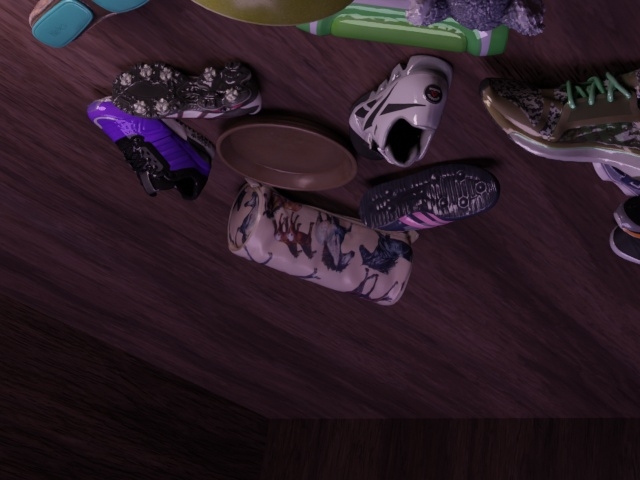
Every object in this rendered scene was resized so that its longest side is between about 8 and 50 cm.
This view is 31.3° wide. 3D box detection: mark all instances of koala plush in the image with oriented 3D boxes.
[{"bbox_3d":[0.206,-0.349,1.403,0.196,0.221,0.203,6,158,8],"label":"koala plush"}]

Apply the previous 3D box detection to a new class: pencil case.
[{"bbox_3d":[0.000,0.000,2.449,0.410,0.183,0.160,19,-175,-21],"label":"pencil case"}]

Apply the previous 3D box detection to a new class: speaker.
[{"bbox_3d":[0.118,-0.335,1.607,0.297,0.131,0.131,8,158,4],"label":"speaker"}]

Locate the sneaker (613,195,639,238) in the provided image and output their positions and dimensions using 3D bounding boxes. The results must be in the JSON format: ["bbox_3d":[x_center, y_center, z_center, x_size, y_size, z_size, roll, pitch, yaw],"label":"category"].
[{"bbox_3d":[0.637,-0.064,2.093,0.215,0.084,0.083,-11,153,-18],"label":"sneaker"}]

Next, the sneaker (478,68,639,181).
[{"bbox_3d":[0.456,-0.219,1.808,0.410,0.158,0.182,14,127,-6],"label":"sneaker"}]

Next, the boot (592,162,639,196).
[{"bbox_3d":[0.553,-0.134,2.018,0.086,0.069,0.190,-14,158,35],"label":"boot"}]

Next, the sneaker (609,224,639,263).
[{"bbox_3d":[0.729,0.011,2.233,0.296,0.104,0.147,13,164,2],"label":"sneaker"}]

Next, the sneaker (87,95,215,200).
[{"bbox_3d":[-0.323,-0.165,2.184,0.102,0.146,0.293,-12,150,43],"label":"sneaker"}]

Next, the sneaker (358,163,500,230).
[{"bbox_3d":[0.234,-0.082,2.249,0.319,0.112,0.131,-6,170,41],"label":"sneaker"}]

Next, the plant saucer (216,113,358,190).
[{"bbox_3d":[-0.062,-0.171,2.204,0.278,0.041,0.278,9,159,3],"label":"plant saucer"}]

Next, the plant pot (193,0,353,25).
[{"bbox_3d":[-0.044,-0.444,1.279,0.275,0.274,0.293,12,141,-6],"label":"plant pot"}]

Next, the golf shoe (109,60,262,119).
[{"bbox_3d":[-0.237,-0.247,2.011,0.273,0.105,0.120,3,165,17],"label":"golf shoe"}]

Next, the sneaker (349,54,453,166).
[{"bbox_3d":[0.121,-0.183,1.962,0.123,0.146,0.330,13,160,-11],"label":"sneaker"}]

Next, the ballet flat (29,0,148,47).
[{"bbox_3d":[-0.330,-0.386,1.693,0.316,0.106,0.107,-13,142,43],"label":"ballet flat"}]
